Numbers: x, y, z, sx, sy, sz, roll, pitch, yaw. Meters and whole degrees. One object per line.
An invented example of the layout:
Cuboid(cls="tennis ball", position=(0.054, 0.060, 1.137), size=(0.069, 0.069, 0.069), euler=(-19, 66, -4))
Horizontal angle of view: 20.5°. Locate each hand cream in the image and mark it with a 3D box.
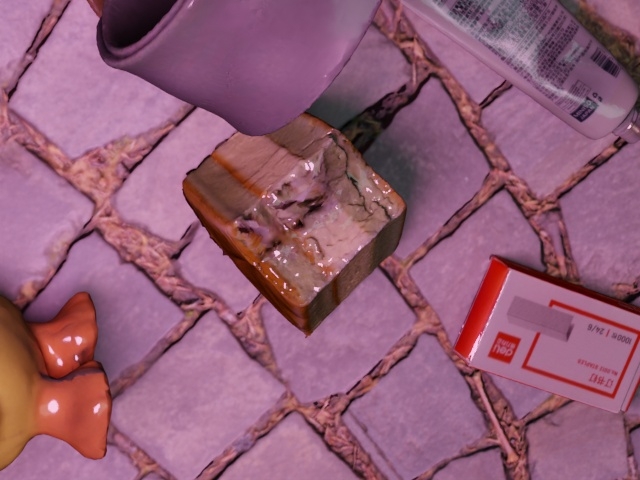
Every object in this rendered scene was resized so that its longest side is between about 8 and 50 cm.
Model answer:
Cuboid(cls="hand cream", position=(0.222, -0.212, 1.873), size=(0.341, 0.078, 0.124), euler=(38, 90, -20))

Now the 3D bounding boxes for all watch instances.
Cuboid(cls="watch", position=(-0.063, -0.280, 1.573), size=(0.314, 0.327, 0.335), euler=(26, 94, -28))

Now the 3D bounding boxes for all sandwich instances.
Cuboid(cls="sandwich", position=(0.000, 0.000, 1.760), size=(0.155, 0.198, 0.227), euler=(-43, 117, -6))

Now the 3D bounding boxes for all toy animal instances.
Cuboid(cls="toy animal", position=(-0.376, 0.133, 1.650), size=(0.338, 0.216, 0.191), euler=(7, 130, -22))

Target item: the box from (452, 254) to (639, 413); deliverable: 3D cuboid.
Cuboid(cls="box", position=(0.269, 0.109, 1.992), size=(0.229, 0.050, 0.123), euler=(20, 98, -27))
